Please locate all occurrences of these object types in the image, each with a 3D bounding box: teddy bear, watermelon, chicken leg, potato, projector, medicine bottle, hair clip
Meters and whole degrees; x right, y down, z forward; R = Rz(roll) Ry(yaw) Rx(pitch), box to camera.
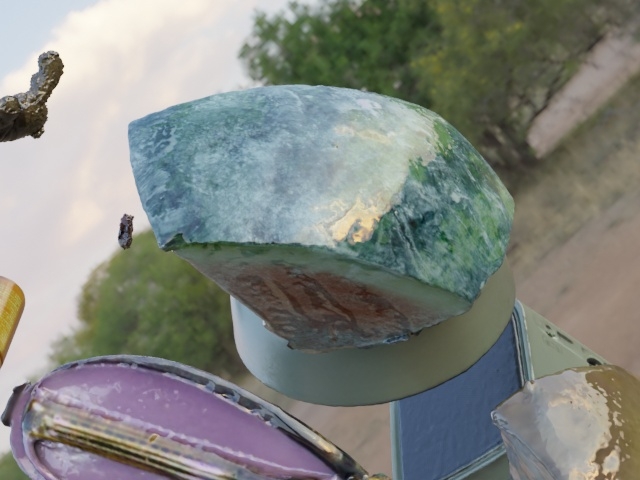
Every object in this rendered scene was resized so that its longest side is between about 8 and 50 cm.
[{"bbox_3d":[-0.365,-0.148,1.461,0.160,0.078,0.119,-40,5,-30],"label":"teddy bear"},{"bbox_3d":[0.000,0.000,1.179,0.258,0.387,0.228,115,155,-49],"label":"watermelon"},{"bbox_3d":[-0.257,-0.008,1.623,0.021,0.036,0.083,-1,-25,-13],"label":"chicken leg"},{"bbox_3d":[0.261,0.203,0.872,0.189,0.211,0.264,-30,-48,-15],"label":"potato"},{"bbox_3d":[0.265,0.258,1.640,0.248,0.249,0.248,-38,34,32],"label":"projector"},{"bbox_3d":[-0.533,0.145,1.938,0.096,0.096,0.192,-45,22,29],"label":"medicine bottle"},{"bbox_3d":[-0.090,0.178,1.000,0.095,0.358,0.110,-56,-19,-50],"label":"hair clip"}]

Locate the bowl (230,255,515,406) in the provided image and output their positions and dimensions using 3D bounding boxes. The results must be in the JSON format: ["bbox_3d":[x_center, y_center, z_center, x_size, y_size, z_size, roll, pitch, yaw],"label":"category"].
[{"bbox_3d":[0.045,0.008,1.449,0.354,0.354,0.185,-42,-47,-34],"label":"bowl"}]
